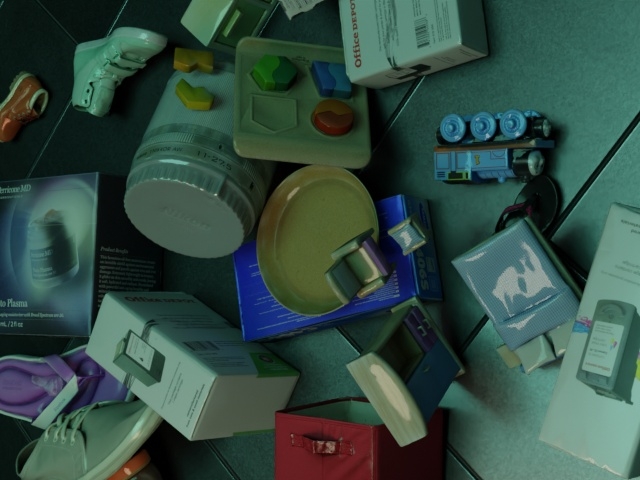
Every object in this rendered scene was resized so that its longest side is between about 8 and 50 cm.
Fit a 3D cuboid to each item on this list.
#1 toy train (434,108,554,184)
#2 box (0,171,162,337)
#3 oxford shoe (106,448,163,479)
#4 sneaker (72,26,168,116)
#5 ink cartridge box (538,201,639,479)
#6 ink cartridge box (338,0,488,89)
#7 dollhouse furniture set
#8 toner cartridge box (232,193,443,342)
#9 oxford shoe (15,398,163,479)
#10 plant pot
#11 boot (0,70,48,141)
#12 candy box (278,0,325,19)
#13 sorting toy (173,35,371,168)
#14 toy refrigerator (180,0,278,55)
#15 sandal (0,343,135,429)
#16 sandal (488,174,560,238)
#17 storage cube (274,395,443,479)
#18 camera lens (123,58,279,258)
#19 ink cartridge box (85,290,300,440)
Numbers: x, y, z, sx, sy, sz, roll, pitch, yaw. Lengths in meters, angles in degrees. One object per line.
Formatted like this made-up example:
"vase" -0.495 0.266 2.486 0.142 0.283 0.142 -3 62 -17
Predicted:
"toy train" 0.250 -0.135 1.649 0.184 0.080 0.105 0 94 36
"box" -0.455 0.033 2.097 0.296 0.183 0.294 -3 82 36
"oxford shoe" -0.376 0.473 2.050 0.098 0.097 0.271 52 131 0
"sneaker" -0.375 -0.307 2.122 0.256 0.094 0.151 -7 75 46
"ink cartridge box" 0.413 0.123 1.405 0.131 0.226 0.306 20 99 38
"ink cartridge box" 0.140 -0.333 1.741 0.208 0.087 0.153 -12 78 36
"dollhouse furniture set" 0.193 0.082 1.523 0.303 0.198 0.286 -31 96 29
"toner cartridge box" 0.019 0.051 1.802 0.348 0.075 0.165 -16 76 35
"oxford shoe" -0.412 0.355 2.003 0.130 0.169 0.449 50 133 -6
"plant pot" 0.000 0.000 1.756 0.236 0.032 0.236 -6 80 36
"boot" -0.613 -0.260 2.324 0.084 0.059 0.158 38 107 28
"candy box" 0.005 -0.459 1.793 0.196 0.070 0.165 -26 46 8
"sorting toy" -0.074 -0.225 1.751 0.041 0.307 0.229 109 163 -55
"toy refrigerator" -0.116 -0.453 1.938 0.094 0.102 0.269 46 111 31
"sandal" -0.515 0.287 2.165 0.416 0.102 0.169 -10 80 36
"sandal" 0.280 -0.016 1.633 0.067 0.040 0.179 47 113 31
"storage cube" 0.055 0.342 1.665 0.184 0.215 0.193 1 92 37
"camera lens" -0.178 -0.138 1.831 0.219 0.219 0.274 -12 46 36
"ink cartridge box" -0.214 0.200 1.881 0.289 0.211 0.121 31 106 36
